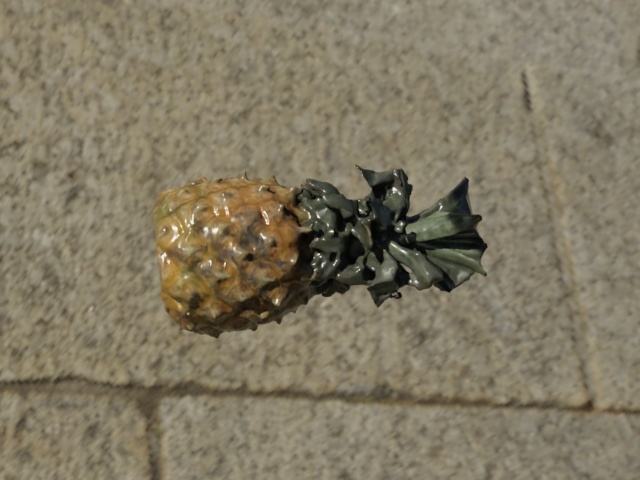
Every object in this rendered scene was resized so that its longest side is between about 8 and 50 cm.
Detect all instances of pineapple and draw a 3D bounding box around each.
[{"bbox_3d":[0.000,0.001,1.055,0.248,0.128,0.128,-8,67,3],"label":"pineapple"}]
